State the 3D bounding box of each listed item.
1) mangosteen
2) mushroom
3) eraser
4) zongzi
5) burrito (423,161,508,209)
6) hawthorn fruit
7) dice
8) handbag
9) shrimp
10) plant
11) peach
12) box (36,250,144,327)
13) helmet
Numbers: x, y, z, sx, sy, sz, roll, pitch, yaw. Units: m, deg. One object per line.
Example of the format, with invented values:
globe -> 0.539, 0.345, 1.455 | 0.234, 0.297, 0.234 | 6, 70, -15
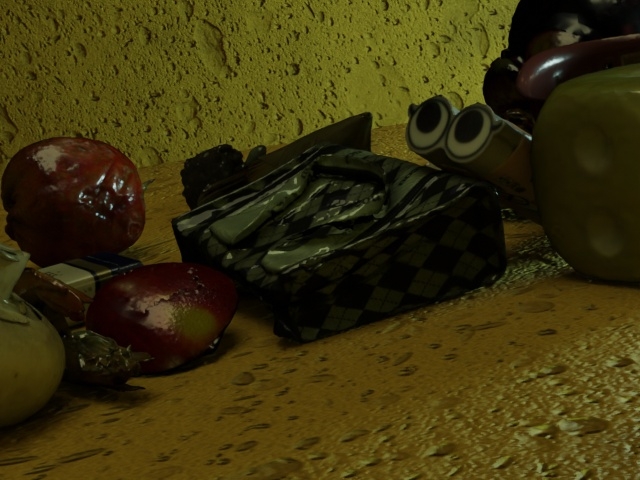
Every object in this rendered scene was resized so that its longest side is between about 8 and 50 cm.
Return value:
mangosteen -> 0.507, -0.309, 2.147 | 0.381, 0.421, 0.381 | 28, -1, 1
mushroom -> -0.379, 0.089, 1.202 | 0.246, 0.202, 0.246 | 31, -1, 1
eraser -> 0.257, -0.092, 1.503 | 0.290, 0.087, 0.171 | 24, -5, -41
zongzi -> -0.057, -0.103, 1.819 | 0.289, 0.154, 0.317 | -16, -23, -7
burrito -> 0.289, -0.096, 1.848 | 0.143, 0.105, 0.299 | -29, 21, -32
hawthorn fruit -> -0.440, -0.066, 2.043 | 0.261, 0.258, 0.258 | 7, 10, -4
dice -> 0.409, -0.087, 1.350 | 0.238, 0.233, 0.226 | -18, 15, -32
handbag -> 0.000, 0.000, 1.509 | 0.316, 0.180, 0.416 | -24, 21, -23
shrimp -> -0.272, 0.106, 1.280 | 0.248, 0.150, 0.068 | 16, 44, 39
plant -> -0.138, -0.126, 2.273 | 0.274, 0.147, 0.149 | -5, 10, 25
peach -> -0.207, 0.069, 1.398 | 0.189, 0.068, 0.279 | -29, 30, -22
box -> -0.391, 0.085, 1.646 | 0.259, 0.071, 0.168 | -16, 12, -28
helmet -> 0.469, -0.165, 1.695 | 0.337, 0.230, 0.385 | -1, 24, 24
